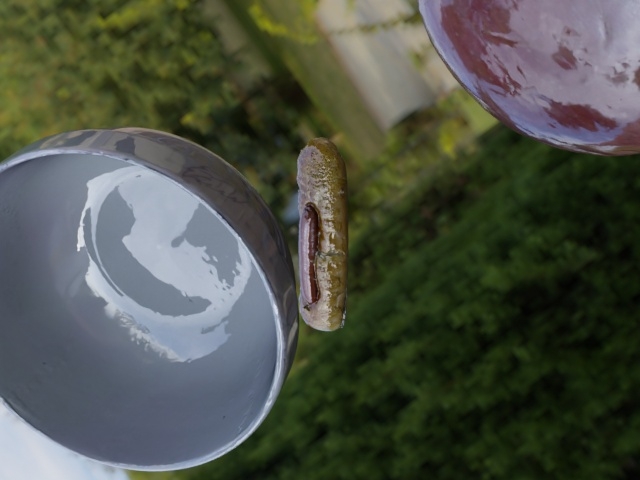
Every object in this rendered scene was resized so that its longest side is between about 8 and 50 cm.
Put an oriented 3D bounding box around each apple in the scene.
[{"bbox_3d":[0.212,-0.205,1.116,0.235,0.306,0.306,43,-177,-23],"label":"apple"}]

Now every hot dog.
[{"bbox_3d":[0.000,0.000,1.641,0.066,0.047,0.216,29,129,42],"label":"hot dog"}]

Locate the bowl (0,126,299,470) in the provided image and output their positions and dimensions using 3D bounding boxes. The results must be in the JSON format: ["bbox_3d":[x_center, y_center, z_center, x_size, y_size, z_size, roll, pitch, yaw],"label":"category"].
[{"bbox_3d":[-0.143,0.029,1.284,0.287,0.287,0.144,54,-150,-14],"label":"bowl"}]
